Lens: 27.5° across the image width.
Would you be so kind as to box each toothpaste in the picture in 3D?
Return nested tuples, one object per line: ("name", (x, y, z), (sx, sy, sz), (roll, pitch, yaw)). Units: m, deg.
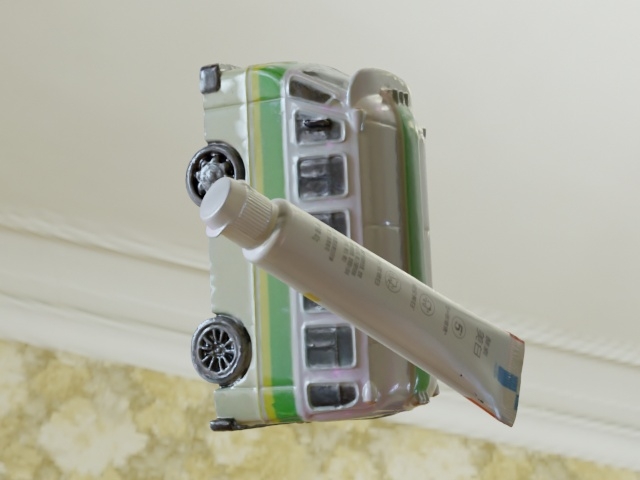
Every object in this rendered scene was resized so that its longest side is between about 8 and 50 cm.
("toothpaste", (0.026, 0.026, 0.595), (0.190, 0.048, 0.031), (32, -37, -29))

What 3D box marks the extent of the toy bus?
("toy bus", (0.000, 0.000, 1.083), (0.179, 0.305, 0.143), (-6, -7, 31))
